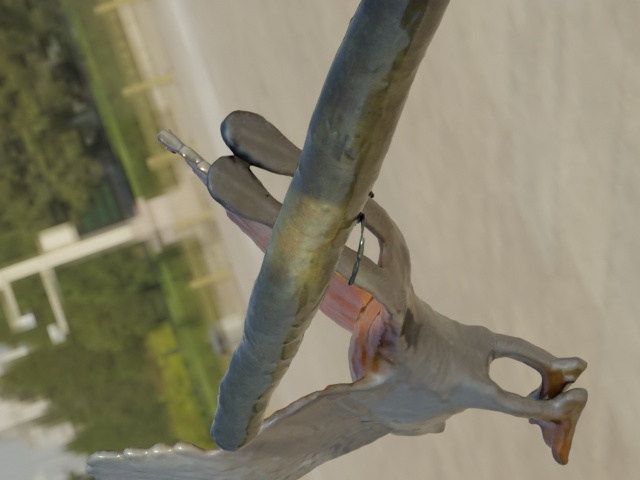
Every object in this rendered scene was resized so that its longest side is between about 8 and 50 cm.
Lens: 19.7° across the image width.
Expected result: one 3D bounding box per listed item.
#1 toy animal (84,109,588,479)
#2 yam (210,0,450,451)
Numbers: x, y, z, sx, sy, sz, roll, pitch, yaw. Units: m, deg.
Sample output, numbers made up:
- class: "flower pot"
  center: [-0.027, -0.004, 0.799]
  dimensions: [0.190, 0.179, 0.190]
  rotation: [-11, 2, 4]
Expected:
- class: "toy animal"
  center: [0.037, 0.038, 1.062]
  dimensions: [0.284, 0.302, 0.225]
  rotation: [141, 145, -62]
- class: "yam"
  center: [-0.001, -0.001, 0.577]
  dimensions: [0.234, 0.029, 0.027]
  rotation: [111, 172, -46]
